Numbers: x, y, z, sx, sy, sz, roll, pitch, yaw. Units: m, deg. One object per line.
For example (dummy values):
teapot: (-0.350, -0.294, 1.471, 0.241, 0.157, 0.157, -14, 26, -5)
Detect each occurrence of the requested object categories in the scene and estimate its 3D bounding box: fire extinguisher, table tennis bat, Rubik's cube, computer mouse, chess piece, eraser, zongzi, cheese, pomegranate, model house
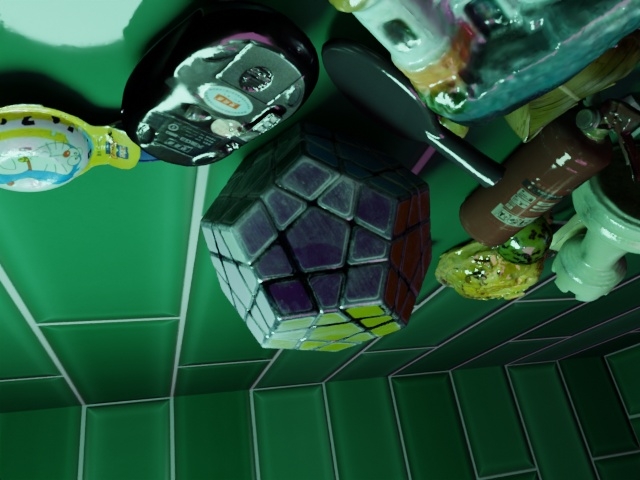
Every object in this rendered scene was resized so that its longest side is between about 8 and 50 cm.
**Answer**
fire extinguisher: (0.350, -0.092, 0.757, 0.107, 0.147, 0.337, -12, 158, -25)
table tennis bat: (0.095, -0.135, 0.545, 0.027, 0.236, 0.150, -53, 175, -3)
Rubik's cube: (0.000, 0.000, 0.690, 0.319, 0.319, 0.264, 8, 122, -32)
computer mouse: (-0.108, -0.164, 0.519, 0.233, 0.096, 0.137, -23, 146, 34)
chess piece: (0.519, -0.008, 0.903, 0.195, 0.194, 0.299, -9, 148, -1)
eraser: (0.428, -0.179, 0.748, 0.038, 0.019, 0.083, 14, 145, -37)
zongzi: (0.271, -0.223, 0.529, 0.205, 0.094, 0.205, -26, 149, 23)
cheese: (-0.301, -0.110, 0.599, 0.250, 0.064, 0.156, -11, 158, -26)
pomegranate: (0.397, -0.023, 0.968, 0.161, 0.122, 0.122, -38, 155, -8)
model house: (0.101, -0.248, 0.338, 0.253, 0.184, 0.291, -25, 146, 37)

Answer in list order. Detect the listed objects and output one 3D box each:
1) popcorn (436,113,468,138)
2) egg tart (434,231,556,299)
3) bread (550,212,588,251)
popcorn: (0.133, -0.172, 0.601, 0.109, 0.089, 0.097, 24, 179, -29)
egg tart: (0.408, 0.067, 1.145, 0.291, 0.106, 0.290, -7, 155, -3)
bread: (0.532, -0.033, 1.023, 0.068, 0.028, 0.153, 11, 129, -33)
